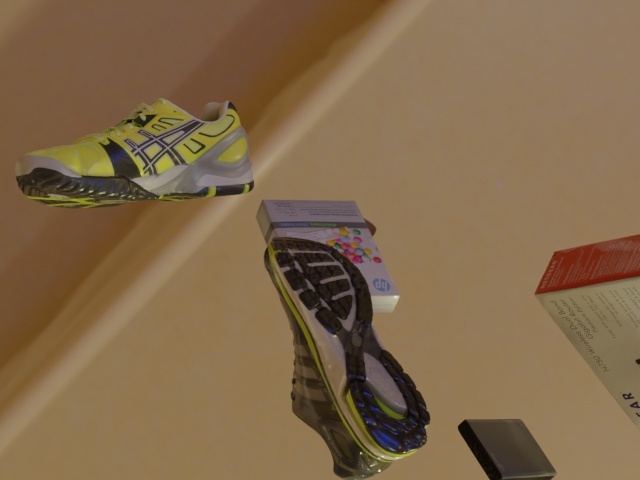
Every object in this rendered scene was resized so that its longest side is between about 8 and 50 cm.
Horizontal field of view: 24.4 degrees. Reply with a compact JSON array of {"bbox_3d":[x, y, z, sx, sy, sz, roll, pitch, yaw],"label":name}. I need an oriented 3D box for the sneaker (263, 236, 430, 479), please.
[{"bbox_3d":[0.002,0.124,1.582,0.111,0.300,0.121,3,140,-38],"label":"sneaker"}]

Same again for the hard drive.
[{"bbox_3d":[0.247,0.279,1.962,0.135,0.094,0.022,7,133,-50],"label":"hard drive"}]

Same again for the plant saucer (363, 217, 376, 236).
[{"bbox_3d":[0.000,0.000,2.201,0.168,0.029,0.168,-21,-165,6],"label":"plant saucer"}]

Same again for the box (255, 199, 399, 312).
[{"bbox_3d":[0.008,0.021,1.997,0.038,0.145,0.186,113,-33,-40],"label":"box"}]

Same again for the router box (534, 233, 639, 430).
[{"bbox_3d":[0.484,0.131,1.851,0.301,0.335,0.082,-14,-145,45],"label":"router box"}]

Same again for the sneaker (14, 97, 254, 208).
[{"bbox_3d":[-0.268,-0.125,2.117,0.384,0.147,0.145,-6,-179,-44],"label":"sneaker"}]
